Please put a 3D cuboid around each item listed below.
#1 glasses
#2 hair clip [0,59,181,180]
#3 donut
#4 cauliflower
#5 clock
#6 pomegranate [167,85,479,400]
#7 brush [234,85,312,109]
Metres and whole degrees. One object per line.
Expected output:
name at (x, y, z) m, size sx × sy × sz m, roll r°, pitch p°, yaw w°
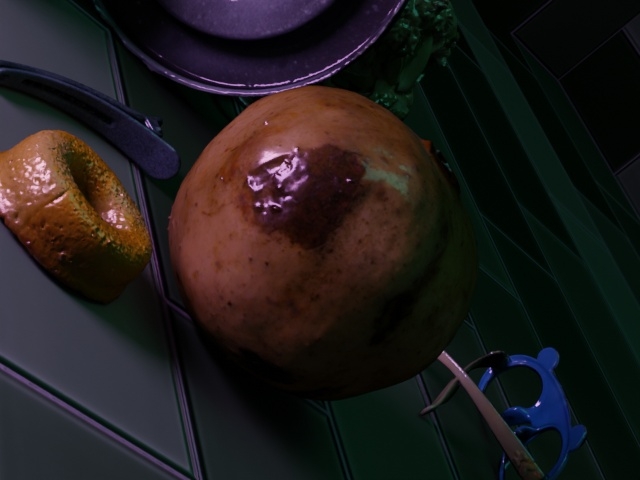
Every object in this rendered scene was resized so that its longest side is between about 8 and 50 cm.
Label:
glasses at (0.170, 0.179, 1.797) m, size 0.207 × 0.102 × 0.239 m, roll 17°, pitch 27°, yaw -11°
hair clip at (-0.221, -0.120, 1.470) m, size 0.229 × 0.039 × 0.070 m, roll 25°, pitch 29°, yaw -46°
donut at (-0.195, -0.024, 1.287) m, size 0.152 × 0.058 × 0.152 m, roll 47°, pitch 17°, yaw -20°
cauliflower at (0.062, -0.252, 2.199) m, size 0.272 × 0.275 × 0.250 m, roll -129°, pitch -148°, yaw -84°
clock at (-0.071, -0.341, 1.725) m, size 0.386 × 0.386 × 0.076 m, roll 52°, pitch 10°, yaw 4°
pomegranate at (0.000, 0.000, 1.395) m, size 0.281 × 0.281 × 0.281 m, roll 45°, pitch 18°, yaw -19°
brush at (-0.055, -0.160, 1.950) m, size 0.103 × 0.047 × 0.233 m, roll 56°, pitch 19°, yaw 16°
